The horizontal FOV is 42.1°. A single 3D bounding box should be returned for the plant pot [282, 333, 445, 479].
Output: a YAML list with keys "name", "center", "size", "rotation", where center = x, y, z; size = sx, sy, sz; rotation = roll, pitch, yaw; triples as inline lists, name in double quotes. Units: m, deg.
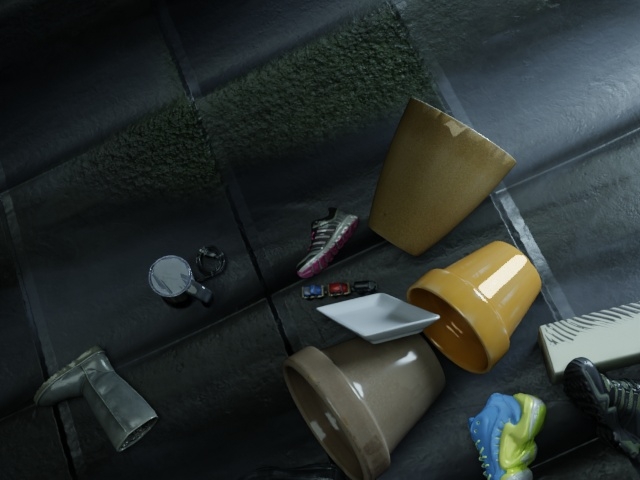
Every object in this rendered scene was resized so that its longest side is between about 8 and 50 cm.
- name: "plant pot"
  center: [0.094, 0.267, 1.490]
  size: [0.229, 0.263, 0.263]
  rotation: [-31, 67, -16]

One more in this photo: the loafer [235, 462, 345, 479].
- name: "loafer"
  center: [-0.063, 0.459, 1.517]
  size: [0.223, 0.076, 0.078]
  rotation: [-11, 37, 19]

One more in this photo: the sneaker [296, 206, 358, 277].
- name: "sneaker"
  center: [0.000, 0.000, 1.681]
  size: [0.075, 0.063, 0.170]
  rotation: [36, 78, 20]

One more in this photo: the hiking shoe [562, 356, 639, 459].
- name: "hiking shoe"
  center: [0.503, 0.266, 1.431]
  size: [0.114, 0.227, 0.086]
  rotation: [-44, 24, -15]

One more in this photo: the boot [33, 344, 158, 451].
- name: "boot"
  center: [-0.453, 0.339, 1.672]
  size: [0.189, 0.076, 0.208]
  rotation: [-40, 75, 0]

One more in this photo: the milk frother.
- name: "milk frother"
  center: [-0.266, 0.060, 1.678]
  size: [0.129, 0.135, 0.143]
  rotation: [9, 76, 1]

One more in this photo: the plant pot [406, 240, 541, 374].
- name: "plant pot"
  center: [0.295, 0.107, 1.519]
  size: [0.188, 0.205, 0.205]
  rotation: [-39, 68, -18]

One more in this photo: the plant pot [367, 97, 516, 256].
- name: "plant pot"
  center: [0.206, -0.106, 1.602]
  size: [0.237, 0.237, 0.254]
  rotation: [35, 98, 20]

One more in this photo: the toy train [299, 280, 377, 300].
- name: "toy train"
  center: [0.034, 0.098, 1.653]
  size: [0.158, 0.036, 0.027]
  rotation: [-7, 71, 10]

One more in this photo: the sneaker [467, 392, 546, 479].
- name: "sneaker"
  center: [0.316, 0.383, 1.483]
  size: [0.126, 0.091, 0.240]
  rotation: [13, 75, 35]

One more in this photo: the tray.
- name: "tray"
  center: [0.098, 0.142, 1.507]
  size: [0.145, 0.270, 0.030]
  rotation: [-13, 99, -16]

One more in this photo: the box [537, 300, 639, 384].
- name: "box"
  center: [0.534, 0.173, 1.479]
  size: [0.275, 0.113, 0.094]
  rotation: [-15, 68, 6]
